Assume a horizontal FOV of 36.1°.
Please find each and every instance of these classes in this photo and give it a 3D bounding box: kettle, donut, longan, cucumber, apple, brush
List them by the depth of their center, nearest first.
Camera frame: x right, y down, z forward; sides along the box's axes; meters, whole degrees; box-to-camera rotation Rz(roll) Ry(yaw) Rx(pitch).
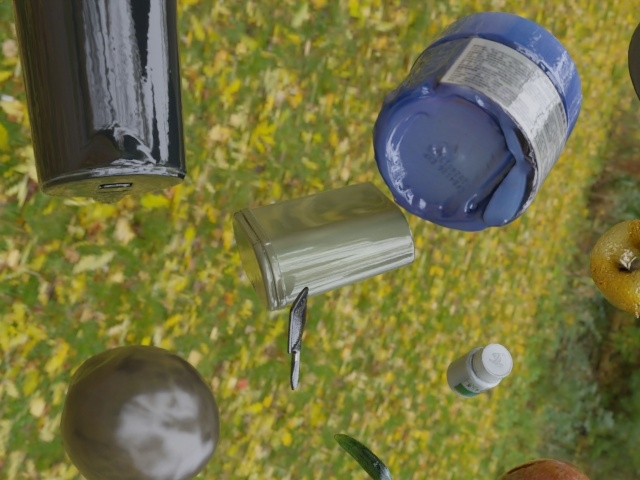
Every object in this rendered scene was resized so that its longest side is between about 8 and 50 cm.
[{"bbox_3d":[-0.219,0.217,1.181,0.198,0.212,0.198,4,83,-36],"label":"longan"},{"bbox_3d":[-0.285,-0.209,1.206,0.203,0.262,0.308,-3,85,-45],"label":"kettle"},{"bbox_3d":[-0.035,0.154,1.466,0.063,0.016,0.193,-54,158,-46],"label":"brush"},{"bbox_3d":[0.349,0.432,1.518,0.174,0.188,0.188,-11,116,-55],"label":"apple"},{"bbox_3d":[0.571,0.040,1.779,0.074,0.190,0.174,31,111,-36],"label":"donut"},{"bbox_3d":[0.093,0.432,1.931,0.039,0.168,0.039,-38,154,-23],"label":"cucumber"}]

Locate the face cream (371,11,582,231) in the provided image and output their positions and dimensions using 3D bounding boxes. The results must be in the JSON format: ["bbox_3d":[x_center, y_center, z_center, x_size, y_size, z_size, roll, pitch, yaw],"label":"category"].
[{"bbox_3d":[0.219,-0.165,1.382,0.225,0.249,0.249,-51,147,-44],"label":"face cream"}]

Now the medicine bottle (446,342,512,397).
[{"bbox_3d":[0.299,0.243,1.843,0.080,0.080,0.130,-57,-174,-31],"label":"medicine bottle"}]

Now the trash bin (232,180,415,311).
[{"bbox_3d":[0.000,0.000,1.583,0.247,0.243,0.121,-16,115,-10],"label":"trash bin"}]

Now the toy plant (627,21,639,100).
[{"bbox_3d":[0.517,-0.237,1.001,0.400,0.279,0.185,-29,143,-20],"label":"toy plant"}]
